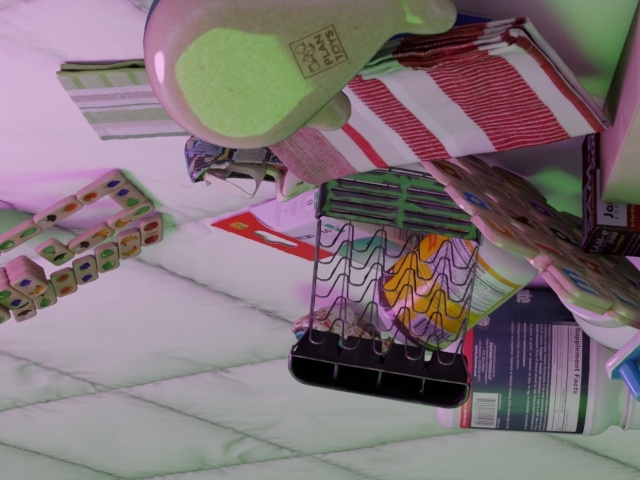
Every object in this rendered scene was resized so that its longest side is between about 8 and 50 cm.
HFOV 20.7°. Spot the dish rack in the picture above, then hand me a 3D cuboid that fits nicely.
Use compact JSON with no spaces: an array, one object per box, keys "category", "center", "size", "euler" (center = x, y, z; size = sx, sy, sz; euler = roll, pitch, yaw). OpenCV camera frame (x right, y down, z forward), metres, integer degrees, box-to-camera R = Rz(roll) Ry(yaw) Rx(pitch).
[{"category":"dish rack","center":[0.079,0.047,1.944],"size":[0.208,0.074,0.271],"euler":[8,122,5]}]

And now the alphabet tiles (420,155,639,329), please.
[{"category":"alphabet tiles","center":[0.236,-0.004,1.840],"size":[0.278,0.284,0.021],"euler":[20,112,-38]}]

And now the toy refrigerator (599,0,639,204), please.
[{"category":"toy refrigerator","center":[0.330,-0.129,1.664],"size":[0.094,0.102,0.269],"euler":[3,159,2]}]

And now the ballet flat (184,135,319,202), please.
[{"category":"ballet flat","center":[-0.059,-0.073,1.933],"size":[0.188,0.070,0.070],"euler":[7,159,-11]}]

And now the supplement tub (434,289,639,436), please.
[{"category":"supplement tub","center":[0.289,0.160,2.313],"size":[0.272,0.191,0.191],"euler":[3,159,3]}]

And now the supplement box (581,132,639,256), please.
[{"category":"supplement box","center":[0.396,-0.048,1.826],"size":[0.239,0.130,0.073],"euler":[4,157,-2]}]

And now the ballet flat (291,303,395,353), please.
[{"category":"ballet flat","center":[0.034,0.133,2.449],"size":[0.091,0.077,0.241],"euler":[-2,158,29]}]

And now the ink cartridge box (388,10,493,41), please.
[{"category":"ink cartridge box","center":[0.041,-0.167,1.694],"size":[0.206,0.045,0.208],"euler":[7,157,-9]}]

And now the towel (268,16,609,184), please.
[{"category":"towel","center":[0.085,-0.124,1.685],"size":[0.329,0.037,0.237],"euler":[-8,157,26]}]

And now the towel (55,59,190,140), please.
[{"category":"towel","center":[-0.200,-0.148,1.827],"size":[0.113,0.023,0.152],"euler":[-3,156,11]}]

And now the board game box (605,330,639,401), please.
[{"category":"board game box","center":[0.538,0.040,1.798],"size":[0.390,0.050,0.390],"euler":[7,134,-44]}]

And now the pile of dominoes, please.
[{"category":"pile of dominoes","center":[-0.305,0.025,2.117],"size":[0.251,0.040,0.196],"euler":[-29,153,8]}]

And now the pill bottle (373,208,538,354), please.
[{"category":"pill bottle","center":[0.170,0.031,2.030],"size":[0.117,0.117,0.215],"euler":[22,128,-40]}]

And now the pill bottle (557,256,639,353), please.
[{"category":"pill bottle","center":[0.389,0.066,2.074],"size":[0.162,0.162,0.278],"euler":[-8,159,29]}]

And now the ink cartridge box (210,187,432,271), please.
[{"category":"ink cartridge box","center":[0.000,0.000,2.137],"size":[0.181,0.056,0.225],"euler":[21,152,-38]}]

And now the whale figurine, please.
[{"category":"whale figurine","center":[-0.023,-0.196,1.540],"size":[0.272,0.141,0.216],"euler":[-23,126,7]}]
